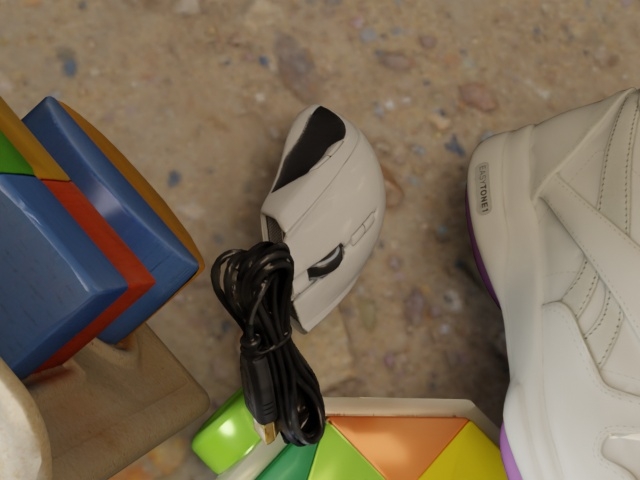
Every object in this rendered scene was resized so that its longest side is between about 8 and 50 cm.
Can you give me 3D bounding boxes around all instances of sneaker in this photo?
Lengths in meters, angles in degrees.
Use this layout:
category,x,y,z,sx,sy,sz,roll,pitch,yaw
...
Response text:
category,x,y,z,sx,sy,sz,roll,pitch,yaw
sneaker,0.152,0.047,0.807,0.114,0.152,0.305,41,31,-46

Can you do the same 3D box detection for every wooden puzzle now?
category,x,y,z,sx,sy,sz,roll,pitch,yaw
wooden puzzle,-0.155,-0.057,0.668,0.080,0.348,0.322,-42,87,1

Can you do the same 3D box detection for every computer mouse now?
category,x,y,z,sx,sy,sz,roll,pitch,yaw
computer mouse,0.000,0.000,0.820,0.042,0.106,0.193,-3,34,16

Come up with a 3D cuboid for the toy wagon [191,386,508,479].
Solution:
category,x,y,z,sx,sy,sz,roll,pitch,yaw
toy wagon,-0.009,0.231,0.799,0.267,0.068,0.344,45,67,-2
